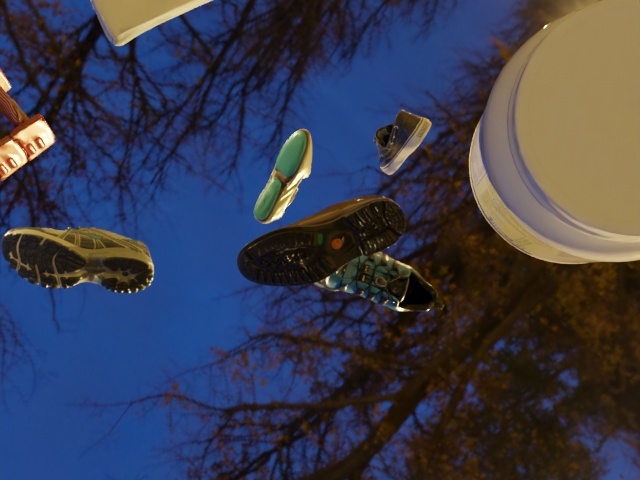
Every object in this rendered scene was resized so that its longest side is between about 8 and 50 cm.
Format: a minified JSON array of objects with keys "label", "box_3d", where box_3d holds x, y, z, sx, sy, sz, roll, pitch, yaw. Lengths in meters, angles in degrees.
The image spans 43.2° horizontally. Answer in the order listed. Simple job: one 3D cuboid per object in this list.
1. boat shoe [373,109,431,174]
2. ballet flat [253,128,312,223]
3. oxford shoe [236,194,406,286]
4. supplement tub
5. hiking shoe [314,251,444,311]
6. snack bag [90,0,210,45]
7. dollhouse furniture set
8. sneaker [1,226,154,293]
[{"label":"boat shoe","box_3d":[0.141,-0.192,1.547,0.076,0.080,0.228,31,168,-4]},{"label":"ballet flat","box_3d":[-0.073,-0.146,1.876,0.086,0.248,0.086,28,-159,-12]},{"label":"oxford shoe","box_3d":[0.000,0.000,1.072,0.096,0.227,0.083,-98,-9,-73]},{"label":"supplement tub","box_3d":[0.276,-0.095,0.808,0.235,0.235,0.325,43,-177,6]},{"label":"hiking shoe","box_3d":[0.097,0.057,1.463,0.132,0.113,0.304,15,178,45]},{"label":"snack bag","box_3d":[-0.171,-0.424,0.900,0.323,0.343,0.037,-35,-148,-32]},{"label":"dollhouse furniture set","box_3d":[-0.703,-0.310,1.629,0.152,0.374,0.201,-40,-108,-14]},{"label":"sneaker","box_3d":[-0.464,0.026,1.555,0.283,0.110,0.122,14,-152,-19]}]
